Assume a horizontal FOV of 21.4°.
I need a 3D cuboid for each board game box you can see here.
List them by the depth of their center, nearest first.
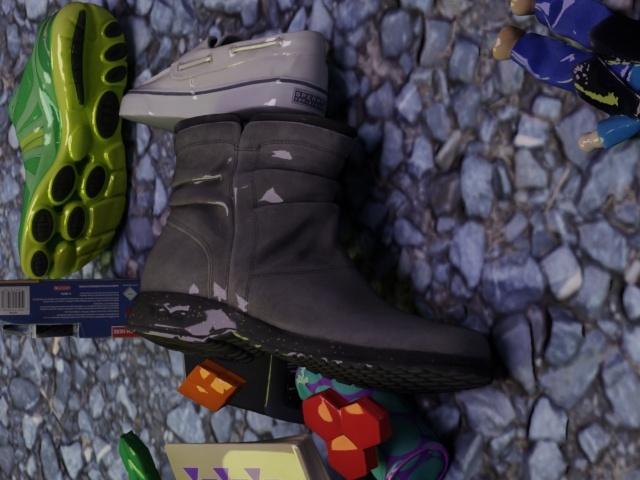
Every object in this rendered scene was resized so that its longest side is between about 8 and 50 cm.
[{"bbox_3d":[-0.249,0.068,1.713,0.194,0.194,0.060,171,99,-77],"label":"board game box"}]

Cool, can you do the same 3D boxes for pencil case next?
[{"bbox_3d":[0.043,0.156,1.463,0.070,0.064,0.151,-55,50,15],"label":"pencil case"}]

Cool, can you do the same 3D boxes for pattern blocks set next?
[{"bbox_3d":[-0.047,0.236,1.496,0.325,0.026,0.285,3,115,39],"label":"pattern blocks set"}]

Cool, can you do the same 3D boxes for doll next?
[{"bbox_3d":[0.216,-0.127,1.261,0.189,0.046,0.129,30,105,38],"label":"doll"}]

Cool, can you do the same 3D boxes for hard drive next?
[{"bbox_3d":[-0.067,0.036,1.593,0.172,0.054,0.254,10,99,49],"label":"hard drive"}]

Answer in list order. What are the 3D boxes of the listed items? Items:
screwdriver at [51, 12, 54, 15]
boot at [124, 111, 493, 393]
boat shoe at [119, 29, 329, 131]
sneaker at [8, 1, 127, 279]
[{"bbox_3d":[-0.290,-0.171,1.869,0.024,0.025,0.169,-20,77,48],"label":"screwdriver"},{"bbox_3d":[0.000,0.000,1.432,0.338,0.118,0.222,10,77,20],"label":"boot"},{"bbox_3d":[-0.092,-0.151,1.588,0.267,0.096,0.088,-2,76,53],"label":"boat shoe"},{"bbox_3d":[-0.268,-0.104,1.800,0.123,0.109,0.295,13,95,58],"label":"sneaker"}]
